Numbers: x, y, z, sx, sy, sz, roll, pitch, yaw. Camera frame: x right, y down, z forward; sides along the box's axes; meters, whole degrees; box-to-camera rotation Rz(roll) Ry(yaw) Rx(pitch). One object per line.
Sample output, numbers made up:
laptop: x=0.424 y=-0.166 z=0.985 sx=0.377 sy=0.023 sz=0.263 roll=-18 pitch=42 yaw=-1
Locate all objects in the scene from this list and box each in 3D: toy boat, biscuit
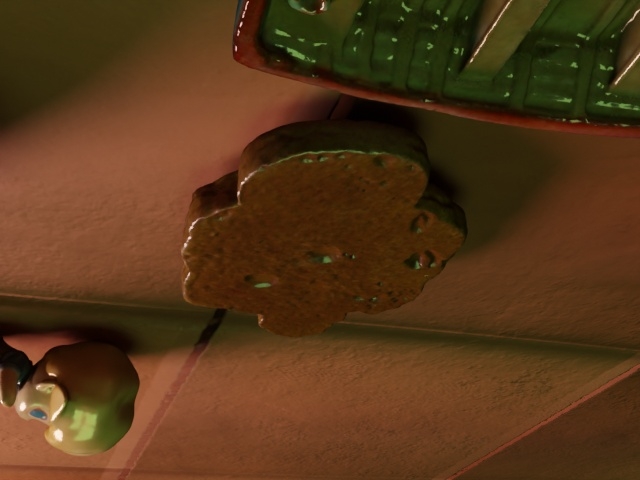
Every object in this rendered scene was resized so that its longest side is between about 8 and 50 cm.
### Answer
toy boat: x=0.152 y=-0.109 z=0.452 sx=0.391 sy=0.080 sz=0.136 roll=4 pitch=153 yaw=-16
biscuit: x=0.000 y=0.000 z=0.662 sx=0.208 sy=0.041 sz=0.290 roll=2 pitch=150 yaw=-10

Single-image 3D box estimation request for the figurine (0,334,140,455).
figurine: x=-0.263 y=0.132 z=0.800 sx=0.195 sy=0.108 sz=0.114 roll=17 pitch=140 yaw=-23
